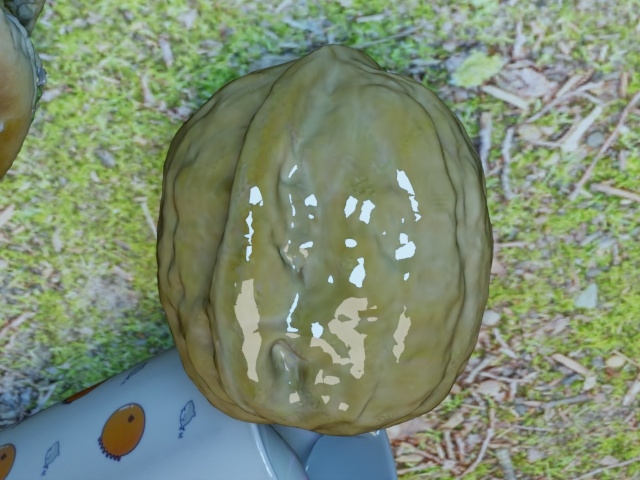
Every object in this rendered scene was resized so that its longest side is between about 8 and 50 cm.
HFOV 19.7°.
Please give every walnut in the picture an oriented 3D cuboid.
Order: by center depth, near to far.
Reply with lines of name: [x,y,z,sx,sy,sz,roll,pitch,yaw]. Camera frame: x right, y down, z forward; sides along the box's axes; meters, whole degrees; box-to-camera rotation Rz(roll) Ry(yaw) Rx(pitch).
walnut: [0.000,0.000,1.206,0.224,0.257,0.257,7,141,30]

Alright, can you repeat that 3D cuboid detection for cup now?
cup: [-0.127,0.200,1.421,0.317,0.212,0.212,-24,131,23]

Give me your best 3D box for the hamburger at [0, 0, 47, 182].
hamburger: [-0.290,-0.117,1.133,0.243,0.146,0.286,-8,144,10]
